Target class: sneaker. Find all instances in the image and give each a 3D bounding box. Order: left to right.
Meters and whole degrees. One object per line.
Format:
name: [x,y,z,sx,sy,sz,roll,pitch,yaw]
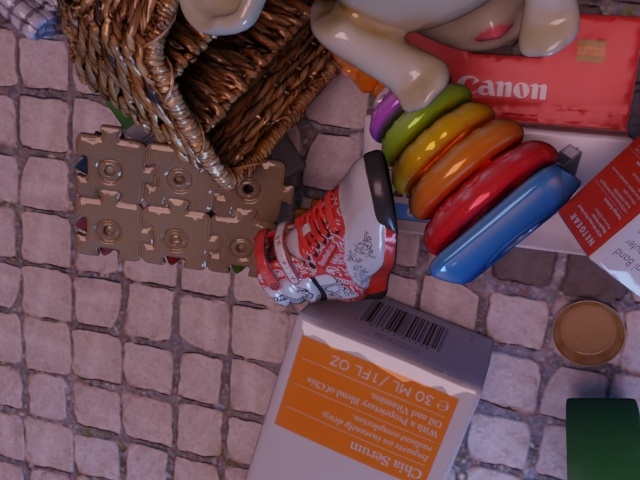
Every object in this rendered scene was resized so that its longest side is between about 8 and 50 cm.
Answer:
sneaker: [0.000,0.001,0.853,0.145,0.270,0.090,-5,66,-1]

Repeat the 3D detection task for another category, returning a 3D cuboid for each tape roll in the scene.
tape roll: [0.311,0.332,0.877,0.077,0.321,0.321,-3,103,18]

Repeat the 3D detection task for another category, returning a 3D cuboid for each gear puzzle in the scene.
gear puzzle: [-0.118,-0.043,0.964,0.339,0.044,0.175,8,119,-2]

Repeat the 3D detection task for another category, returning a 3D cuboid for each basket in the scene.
basket: [-0.084,-0.246,0.842,0.223,0.213,0.299,37,68,6]

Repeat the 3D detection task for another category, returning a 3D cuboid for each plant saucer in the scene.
plant saucer: [0.321,0.110,0.980,0.084,0.015,0.083,4,104,16]

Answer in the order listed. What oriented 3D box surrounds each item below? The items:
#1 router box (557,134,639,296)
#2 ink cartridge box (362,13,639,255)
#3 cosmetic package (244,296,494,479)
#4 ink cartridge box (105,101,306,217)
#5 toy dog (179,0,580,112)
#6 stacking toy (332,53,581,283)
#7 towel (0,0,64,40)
router box: [0.455,-0.028,0.786,0.336,0.082,0.301,31,115,-26]
ink cartridge box: [0.199,-0.128,0.930,0.297,0.066,0.261,7,107,15]
cosmetic package: [0.032,0.305,1.042,0.230,0.161,0.452,21,110,11]
ink cartridge box: [-0.139,-0.132,1.018,0.153,0.087,0.208,-31,94,21]
toy dog: [0.077,-0.306,0.743,0.285,0.408,0.395,-35,65,27]
stacking toy: [0.113,-0.116,0.860,0.166,0.175,0.301,-42,76,16]
towel: [-0.300,-0.351,0.903,0.235,0.284,0.121,41,117,3]
